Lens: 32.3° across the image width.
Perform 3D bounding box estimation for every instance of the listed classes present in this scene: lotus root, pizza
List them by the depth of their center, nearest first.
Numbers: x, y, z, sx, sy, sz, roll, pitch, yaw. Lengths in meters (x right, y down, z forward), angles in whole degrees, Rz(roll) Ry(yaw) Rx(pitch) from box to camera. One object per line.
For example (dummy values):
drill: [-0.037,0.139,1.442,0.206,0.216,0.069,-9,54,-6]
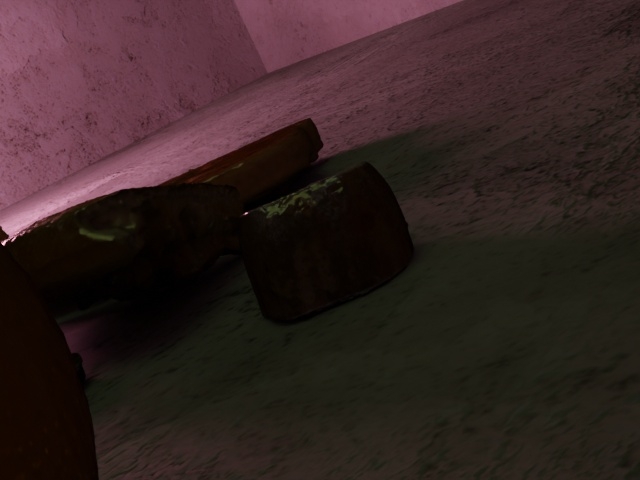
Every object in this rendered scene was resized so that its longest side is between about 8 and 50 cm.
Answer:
lotus root: [0.000,0.000,0.785,0.122,0.081,0.112,-24,5,8]
pizza: [-0.220,0.020,0.967,0.268,0.087,0.258,-15,-3,20]

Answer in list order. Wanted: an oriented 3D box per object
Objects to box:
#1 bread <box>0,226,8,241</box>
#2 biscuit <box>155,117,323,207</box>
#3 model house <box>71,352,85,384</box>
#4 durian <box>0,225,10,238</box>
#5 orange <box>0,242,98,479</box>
bread: [-0.501,0.038,1.496,0.179,0.133,0.250,-33,13,-16]
biscuit: [-0.177,-0.030,1.285,0.385,0.062,0.365,-23,10,10]
model house: [-0.335,0.088,0.885,0.207,0.154,0.294,-32,13,-24]
durian: [-0.548,0.034,1.756,0.108,0.119,0.186,12,28,-1]
orange: [-0.202,0.092,0.342,0.274,0.274,0.274,-24,12,5]
